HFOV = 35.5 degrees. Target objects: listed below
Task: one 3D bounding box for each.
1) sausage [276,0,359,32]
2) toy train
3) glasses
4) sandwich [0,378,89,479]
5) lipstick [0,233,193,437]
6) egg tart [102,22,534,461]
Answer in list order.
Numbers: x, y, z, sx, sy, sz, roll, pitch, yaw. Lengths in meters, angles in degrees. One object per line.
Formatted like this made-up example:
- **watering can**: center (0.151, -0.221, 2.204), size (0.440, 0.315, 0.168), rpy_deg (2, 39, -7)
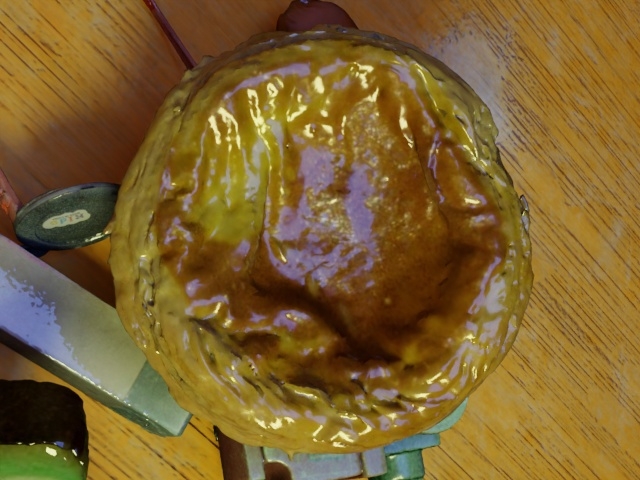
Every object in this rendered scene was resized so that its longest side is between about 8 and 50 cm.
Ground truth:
- **sausage**: center (0.059, -0.123, 1.038), size (0.300, 0.083, 0.089), rpy_deg (48, 68, -14)
- **toy train**: center (0.005, 0.087, 0.935), size (0.221, 0.150, 0.304), rpy_deg (-4, 75, -18)
- **glasses**: center (-0.207, -0.131, 0.899), size (0.234, 0.118, 0.268), rpy_deg (-20, 74, -31)
- **sandwich**: center (-0.258, 0.232, 0.748), size (0.250, 0.162, 0.301), rpy_deg (-15, 111, 1)
- **lipstick**: center (-0.239, 0.059, 0.830), size (0.317, 0.066, 0.068), rpy_deg (37, 66, -22)
- **egg tart**: center (0.000, 0.000, 0.818), size (0.352, 0.150, 0.352), rpy_deg (1, 79, -5)
